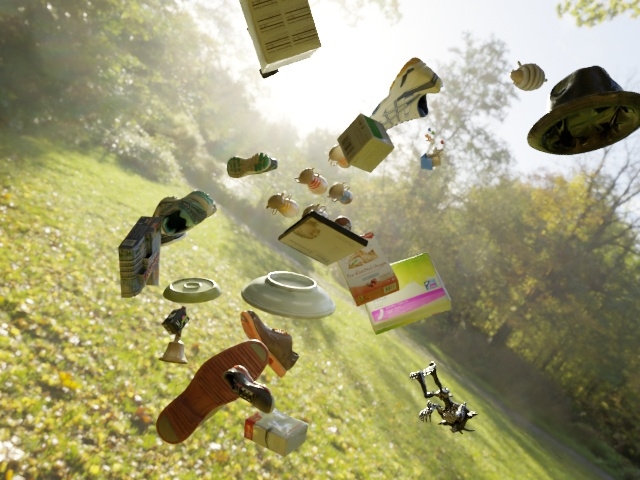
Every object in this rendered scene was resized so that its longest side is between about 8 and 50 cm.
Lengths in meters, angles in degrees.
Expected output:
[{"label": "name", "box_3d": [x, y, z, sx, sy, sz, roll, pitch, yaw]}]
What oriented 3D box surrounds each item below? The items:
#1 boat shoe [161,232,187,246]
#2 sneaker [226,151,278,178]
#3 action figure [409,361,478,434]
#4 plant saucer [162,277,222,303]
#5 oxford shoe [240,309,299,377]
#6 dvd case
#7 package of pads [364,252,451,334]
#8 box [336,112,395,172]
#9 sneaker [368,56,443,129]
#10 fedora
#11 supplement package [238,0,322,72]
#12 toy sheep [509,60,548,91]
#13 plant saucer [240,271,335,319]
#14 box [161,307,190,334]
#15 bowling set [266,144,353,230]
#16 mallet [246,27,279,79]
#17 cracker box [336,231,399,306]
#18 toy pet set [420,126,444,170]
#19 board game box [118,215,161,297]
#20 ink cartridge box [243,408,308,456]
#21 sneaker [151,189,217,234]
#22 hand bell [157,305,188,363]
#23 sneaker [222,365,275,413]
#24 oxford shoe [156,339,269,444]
[{"label": "boat shoe", "box_3d": [-0.544, -0.059, 1.968, 0.302, 0.115, 0.091, -123, -164, -71]}, {"label": "sneaker", "box_3d": [-0.187, -0.202, 1.486, 0.167, 0.064, 0.076, 1, 1, 36]}, {"label": "action figure", "box_3d": [0.400, 0.550, 1.780, 0.141, 0.164, 0.275, -35, 92, -47]}, {"label": "plant saucer", "box_3d": [-0.530, 0.200, 2.233, 0.241, 0.037, 0.241, 2, 15, -1]}, {"label": "oxford shoe", "box_3d": [-0.194, 0.373, 2.080, 0.130, 0.133, 0.363, 33, -24, 46]}, {"label": "dvd case", "box_3d": [0.000, 0.000, 1.530, 0.180, 0.022, 0.253, 28, -24, -16]}, {"label": "package of pads", "box_3d": [0.300, 0.188, 1.987, 0.101, 0.297, 0.229, 68, 3, -54]}, {"label": "box", "box_3d": [0.116, -0.249, 1.385, 0.087, 0.102, 0.101, 16, 41, -40]}, {"label": "sneaker", "box_3d": [0.231, -0.368, 1.529, 0.131, 0.112, 0.296, 38, -38, 1]}, {"label": "fedora", "box_3d": [0.705, -0.358, 1.451, 0.334, 0.152, 0.334, -3, -16, -1]}, {"label": "supplement package", "box_3d": [-0.107, -0.562, 1.390, 0.194, 0.149, 0.203, -134, -155, -75]}, {"label": "toy sheep", "box_3d": [0.623, -0.488, 1.608, 0.132, 0.091, 0.091, -2, 14, -16]}, {"label": "plant saucer", "box_3d": [-0.127, 0.209, 2.247, 0.401, 0.100, 0.400, 10, 11, -2]}, {"label": "box", "box_3d": [-0.547, 0.307, 2.041, 0.062, 0.052, 0.083, 60, 36, -24]}, {"label": "bowling set", "box_3d": [0.018, -0.117, 1.509, 0.200, 0.287, 0.154, 49, 8, 19]}, {"label": "mallet", "box_3d": [-0.187, -0.612, 1.739, 0.039, 0.063, 0.189, 76, -4, -79]}, {"label": "cracker box", "box_3d": [0.149, 0.093, 1.824, 0.067, 0.156, 0.232, 74, -7, -50]}, {"label": "toy pet set", "box_3d": [0.366, -0.306, 1.833, 0.122, 0.065, 0.114, -112, -170, -55]}, {"label": "board game box", "box_3d": [-0.470, 0.062, 1.425, 0.060, 0.194, 0.194, 5, 27, -2]}, {"label": "ink cartridge box", "box_3d": [-0.127, 0.547, 1.550, 0.151, 0.063, 0.109, 15, 14, 30]}, {"label": "sneaker", "box_3d": [-0.436, -0.067, 1.587, 0.283, 0.122, 0.110, -17, -65, 43]}, {"label": "hand bell", "box_3d": [-0.612, 0.401, 2.321, 0.126, 0.241, 0.126, 5, -19, 2]}, {"label": "sneaker", "box_3d": [-0.178, 0.364, 1.289, 0.158, 0.061, 0.065, 31, 17, 31]}, {"label": "oxford shoe", "box_3d": [-0.307, 0.425, 1.586, 0.140, 0.397, 0.146, 52, 5, 6]}]
